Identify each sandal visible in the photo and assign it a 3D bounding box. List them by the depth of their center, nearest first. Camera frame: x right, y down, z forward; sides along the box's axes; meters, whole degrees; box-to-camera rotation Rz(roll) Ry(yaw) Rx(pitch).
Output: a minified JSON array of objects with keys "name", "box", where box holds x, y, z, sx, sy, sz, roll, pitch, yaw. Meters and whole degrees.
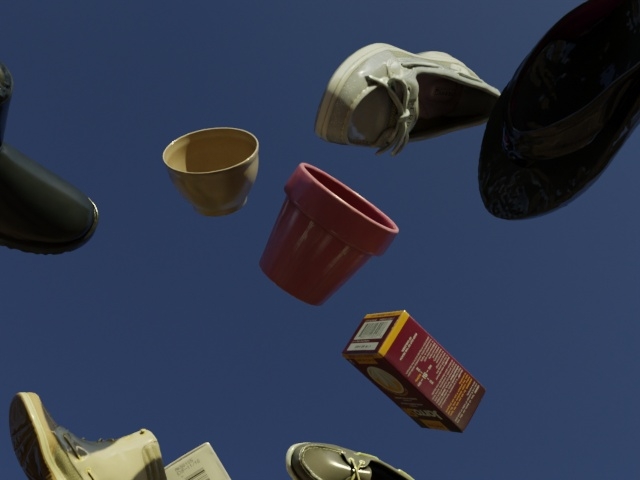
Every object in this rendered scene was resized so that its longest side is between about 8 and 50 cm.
[{"name":"sandal","box":[0.288,-0.188,0.858,0.107,0.168,0.446,1,-36,-34]}]

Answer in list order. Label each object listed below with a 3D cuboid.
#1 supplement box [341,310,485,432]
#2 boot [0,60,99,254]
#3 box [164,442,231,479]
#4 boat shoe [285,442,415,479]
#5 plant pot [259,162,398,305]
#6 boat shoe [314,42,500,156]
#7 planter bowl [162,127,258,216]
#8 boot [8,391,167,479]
[{"name":"supplement box","box":[0.138,0.195,1.201,0.188,0.104,0.081,44,-116,-17]},{"name":"boot","box":[-0.325,-0.089,0.802,0.246,0.094,0.207,23,-33,-16]},{"name":"box","box":[-0.262,0.507,1.585,0.121,0.311,0.148,-28,-99,-26]},{"name":"boat shoe","box":[0.073,0.461,1.571,0.305,0.109,0.091,30,-39,-25]},{"name":"plant pot","box":[0.000,0.000,1.340,0.201,0.201,0.180,31,-79,-17]},{"name":"boat shoe","box":[0.115,-0.170,1.000,0.103,0.320,0.118,31,-62,29]},{"name":"planter bowl","box":[-0.181,-0.110,1.396,0.162,0.162,0.109,-8,-55,-4]},{"name":"boot","box":[-0.391,0.352,1.379,0.262,0.203,0.095,54,-51,17]}]
